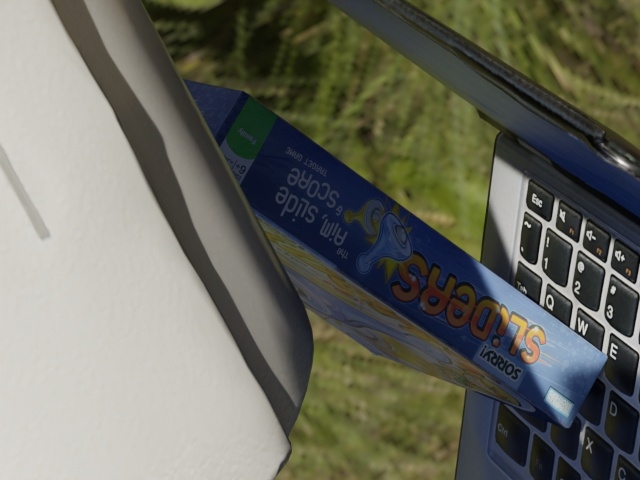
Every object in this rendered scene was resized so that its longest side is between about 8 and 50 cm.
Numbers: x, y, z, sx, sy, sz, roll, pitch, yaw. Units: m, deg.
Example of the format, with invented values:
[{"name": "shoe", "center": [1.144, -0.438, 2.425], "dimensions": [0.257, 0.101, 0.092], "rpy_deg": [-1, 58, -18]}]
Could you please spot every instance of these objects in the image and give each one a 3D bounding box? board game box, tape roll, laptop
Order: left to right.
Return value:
[{"name": "tape roll", "center": [-0.144, 0.006, 0.409], "dimensions": [0.246, 0.246, 0.169], "rpy_deg": [13, 134, 61]}, {"name": "board game box", "center": [0.000, 0.000, 0.751], "dimensions": [0.201, 0.035, 0.136], "rpy_deg": [35, 170, -32]}, {"name": "laptop", "center": [0.061, 0.082, 0.635], "dimensions": [0.382, 0.236, 0.408], "rpy_deg": [-137, 46, -55]}]
